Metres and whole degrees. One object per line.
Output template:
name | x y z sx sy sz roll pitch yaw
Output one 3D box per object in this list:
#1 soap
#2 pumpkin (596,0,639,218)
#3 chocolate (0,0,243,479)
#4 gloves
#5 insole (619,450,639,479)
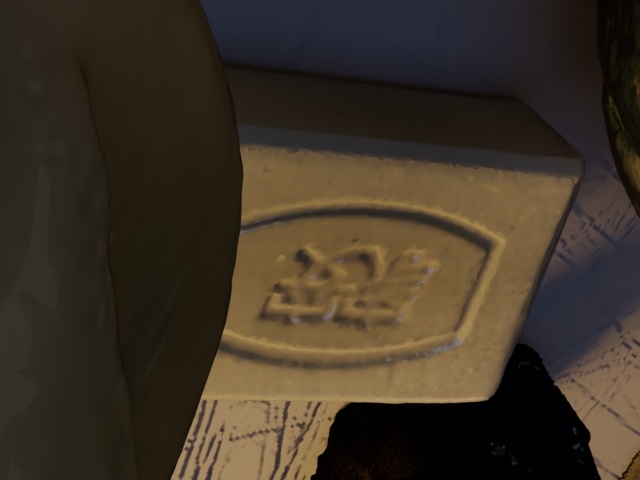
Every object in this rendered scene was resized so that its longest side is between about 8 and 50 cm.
soap | 0.000 0.000 0.705 0.183 0.064 0.121 3 122 -30
pumpkin | 0.255 -0.061 0.644 0.296 0.296 0.296 -14 131 -17
chocolate | -0.165 0.001 0.399 0.314 0.297 0.326 -48 143 -33
gloves | 0.074 0.135 0.769 0.129 0.180 0.106 -1 126 -27
insole | 0.288 0.039 0.921 0.348 0.009 0.119 -39 133 7
